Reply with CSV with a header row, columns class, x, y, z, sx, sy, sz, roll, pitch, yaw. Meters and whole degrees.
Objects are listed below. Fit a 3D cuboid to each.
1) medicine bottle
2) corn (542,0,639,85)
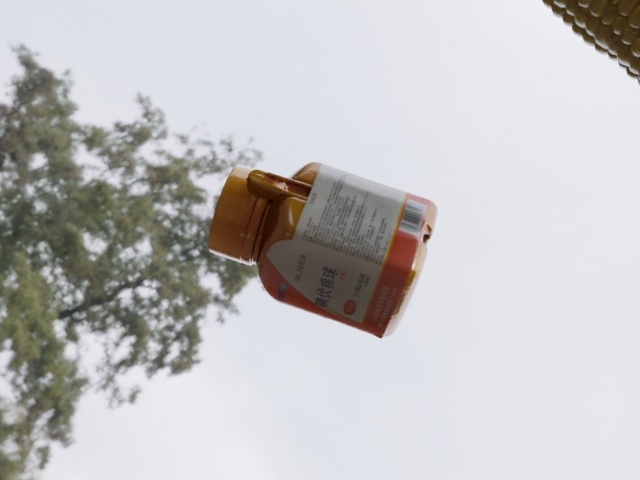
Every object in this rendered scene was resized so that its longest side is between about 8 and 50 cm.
class,x,y,z,sx,sy,sz,roll,pitch,yaw
medicine bottle,0.000,0.001,0.963,0.222,0.112,0.149,19,-36,3
corn,0.249,-0.195,0.657,0.387,0.144,0.144,47,-42,20
